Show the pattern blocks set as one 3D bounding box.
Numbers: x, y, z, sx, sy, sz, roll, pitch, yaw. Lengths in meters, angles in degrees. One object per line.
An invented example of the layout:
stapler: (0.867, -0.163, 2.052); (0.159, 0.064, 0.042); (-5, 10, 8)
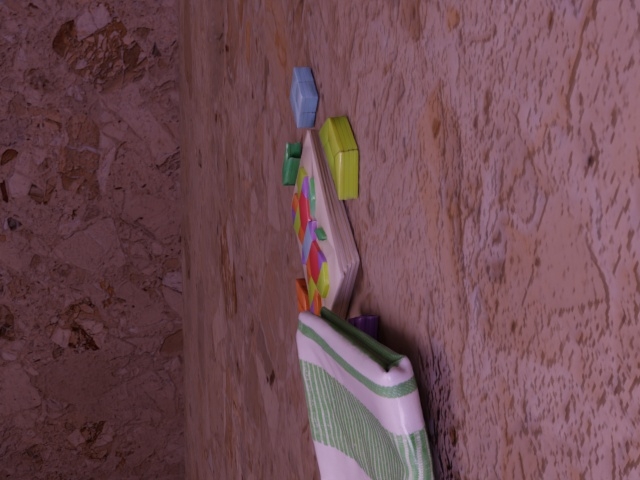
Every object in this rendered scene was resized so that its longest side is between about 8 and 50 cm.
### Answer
pattern blocks set: (0.000, 0.000, 0.912); (0.325, 0.026, 0.286); (-108, 18, -45)

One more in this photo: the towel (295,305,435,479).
towel: (0.041, 0.230, 0.742); (0.248, 0.038, 0.325); (-162, 65, -72)
